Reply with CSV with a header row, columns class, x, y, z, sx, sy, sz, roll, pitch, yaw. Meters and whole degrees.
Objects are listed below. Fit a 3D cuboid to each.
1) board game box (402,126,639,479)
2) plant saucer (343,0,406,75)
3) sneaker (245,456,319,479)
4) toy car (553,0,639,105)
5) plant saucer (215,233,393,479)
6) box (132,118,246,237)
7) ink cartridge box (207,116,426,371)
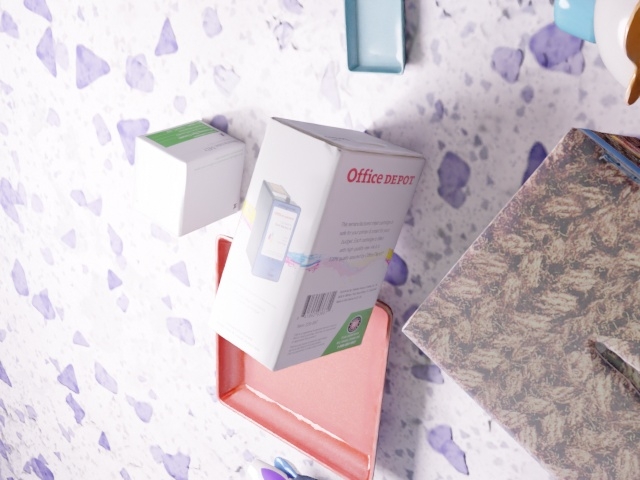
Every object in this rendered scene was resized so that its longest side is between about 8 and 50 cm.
class,x,y,z,sx,sy,sz,roll,pitch,yaw
board game box,0.226,0.057,0.461,0.232,0.291,0.141,44,114,18
plant saucer,0.050,-0.252,0.682,0.067,0.018,0.192,12,115,37
sneaker,-0.001,0.352,0.890,0.236,0.130,0.323,42,144,10
toy car,0.234,-0.156,0.414,0.219,0.238,0.210,34,127,24
plant saucer,-0.021,0.138,0.894,0.259,0.048,0.258,22,122,33
box,-0.157,-0.076,0.878,0.087,0.101,0.102,30,126,27
ink cartridge box,0.000,0.000,0.705,0.093,0.154,0.212,29,109,31
